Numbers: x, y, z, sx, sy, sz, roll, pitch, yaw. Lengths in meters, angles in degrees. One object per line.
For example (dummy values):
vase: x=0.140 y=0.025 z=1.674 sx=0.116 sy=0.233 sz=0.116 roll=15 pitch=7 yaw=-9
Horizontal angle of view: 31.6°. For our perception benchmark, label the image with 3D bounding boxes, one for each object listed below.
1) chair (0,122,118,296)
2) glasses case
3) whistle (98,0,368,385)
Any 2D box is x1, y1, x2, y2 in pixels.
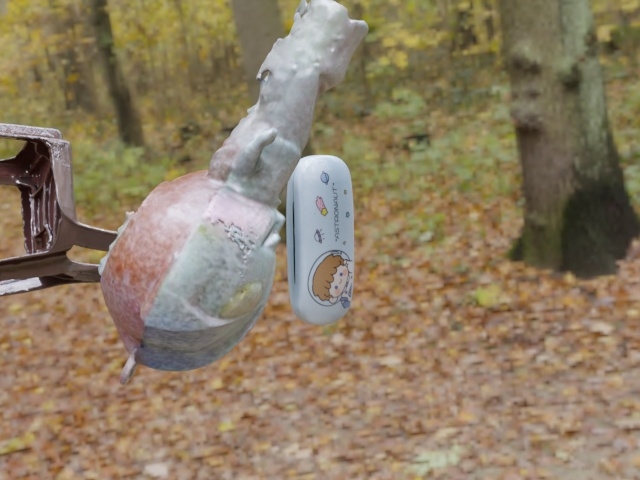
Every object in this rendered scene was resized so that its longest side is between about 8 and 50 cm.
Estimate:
chair: x=-0.285 y=-0.026 z=1.266 sx=0.327 sy=0.183 sz=0.176 roll=-2 pitch=-15 yaw=-29
glasses case: x=0.000 y=0.000 z=1.182 sx=0.067 sy=0.178 sz=0.045 roll=-6 pitch=10 yaw=-34
whistle: x=-0.073 y=-0.035 z=0.904 sx=0.134 sy=0.346 sz=0.142 roll=29 pitch=1 yaw=25
